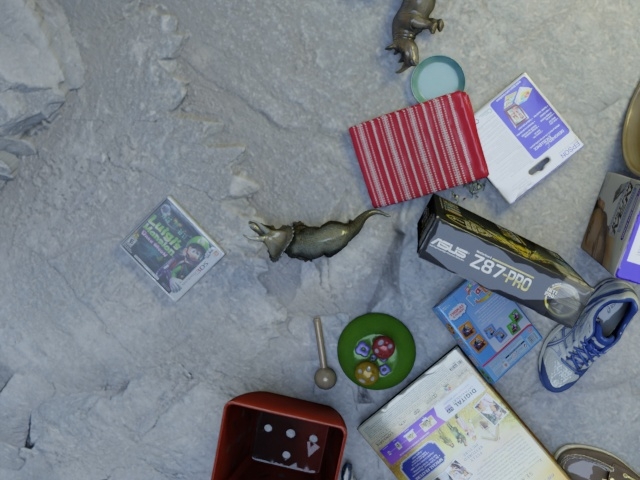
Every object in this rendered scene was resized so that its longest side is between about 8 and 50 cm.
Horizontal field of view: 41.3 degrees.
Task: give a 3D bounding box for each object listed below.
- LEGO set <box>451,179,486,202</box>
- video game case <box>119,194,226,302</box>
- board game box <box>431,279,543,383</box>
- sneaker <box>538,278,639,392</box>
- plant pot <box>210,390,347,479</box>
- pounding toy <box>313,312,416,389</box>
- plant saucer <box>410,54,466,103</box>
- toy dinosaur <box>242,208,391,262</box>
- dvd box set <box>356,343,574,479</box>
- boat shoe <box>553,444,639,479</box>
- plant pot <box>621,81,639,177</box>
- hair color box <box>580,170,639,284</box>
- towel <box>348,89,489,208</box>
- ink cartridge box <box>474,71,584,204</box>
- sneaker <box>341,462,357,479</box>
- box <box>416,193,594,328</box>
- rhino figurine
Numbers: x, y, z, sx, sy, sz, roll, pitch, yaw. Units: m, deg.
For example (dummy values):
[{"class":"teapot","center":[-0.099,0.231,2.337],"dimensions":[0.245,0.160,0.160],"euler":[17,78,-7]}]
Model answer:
[{"class":"LEGO set","center":[0.332,-0.112,1.884],"dimensions":[0.054,0.023,0.083],"euler":[43,100,-1]},{"class":"video game case","center":[-0.345,0.021,1.980],"dimensions":[0.173,0.022,0.190],"euler":[-44,91,10]},{"class":"board game box","center":[0.371,0.184,1.883],"dimensions":[0.160,0.039,0.211],"euler":[-38,93,-17]},{"class":"sneaker","center":[0.579,0.214,1.851],"dimensions":[0.112,0.131,0.296],"euler":[31,102,-1]},{"class":"plant pot","center":[-0.082,0.475,1.909],"dimensions":[0.267,0.236,0.267],"euler":[12,99,5]},{"class":"pounding toy","center":[0.097,0.264,1.922],"dimensions":[0.237,0.110,0.183],"euler":[-2,98,6]},{"class":"plant saucer","center":[0.258,-0.346,1.860],"dimensions":[0.119,0.021,0.119],"euler":[1,98,7]},{"class":"toy dinosaur","center":[0.000,0.000,1.869],"dimensions":[0.313,0.160,0.121],"euler":[-2,98,8]},{"class":"dvd box set","center":[0.331,0.491,1.919],"dimensions":[0.307,0.062,0.420],"euler":[-42,82,10]},{"class":"boat shoe","center":[0.677,0.570,1.907],"dimensions":[0.324,0.097,0.116],"euler":[32,101,1]},{"class":"plant pot","center":[0.817,-0.227,1.694],"dimensions":[0.280,0.323,0.323],"euler":[20,100,-13]},{"class":"hair color box","center":[0.629,-0.028,1.703],"dimensions":[0.110,0.339,0.185],"euler":[18,100,5]},{"class":"towel","center":[0.215,-0.196,1.859],"dimensions":[0.275,0.031,0.199],"euler":[-15,98,21]},{"class":"ink cartridge box","center":[0.426,-0.220,1.847],"dimensions":[0.206,0.045,0.208],"euler":[-39,91,11]},{"class":"sneaker","center":[0.079,0.586,2.006],"dimensions":[0.058,0.052,0.135],"euler":[-4,105,-3]},{"class":"box","center":[0.352,0.029,1.715],"dimensions":[0.318,0.395,0.097],"euler":[28,101,2]},{"class":"rhino figurine","center":[0.208,-0.474,1.819],"dimensions":[0.106,0.073,0.243],"euler":[25,101,22]}]
